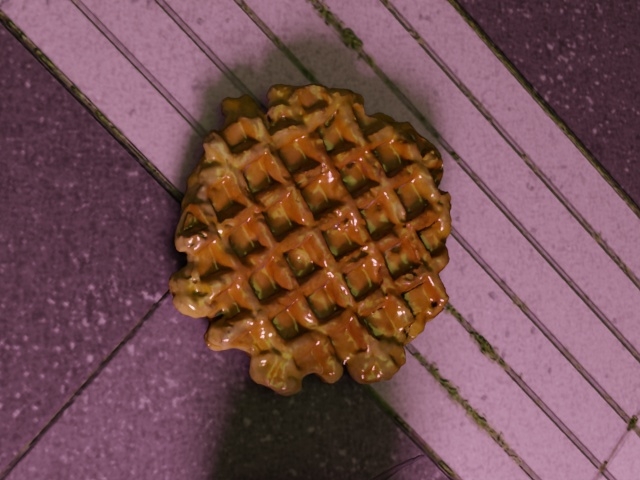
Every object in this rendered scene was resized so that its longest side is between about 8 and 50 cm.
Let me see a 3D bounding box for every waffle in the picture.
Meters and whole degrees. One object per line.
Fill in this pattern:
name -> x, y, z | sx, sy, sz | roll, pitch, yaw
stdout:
waffle -> 0.000, 0.000, 1.354 | 0.302, 0.068, 0.325 | 19, 75, -22

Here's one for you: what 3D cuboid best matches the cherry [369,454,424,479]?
cherry -> 0.000, 0.318, 1.233 | 0.213, 0.183, 0.266 | 11, 89, -10
